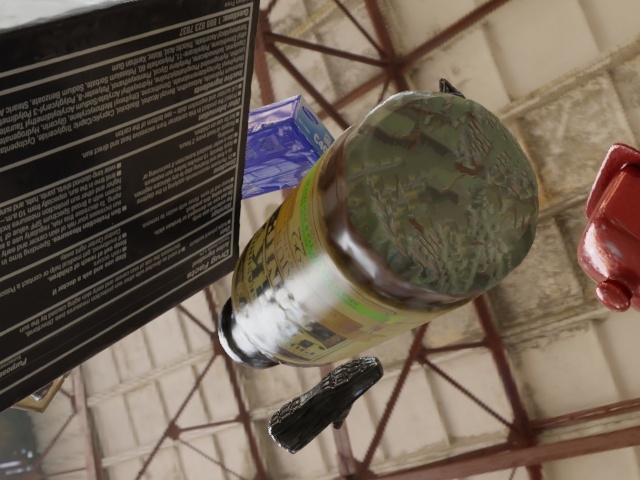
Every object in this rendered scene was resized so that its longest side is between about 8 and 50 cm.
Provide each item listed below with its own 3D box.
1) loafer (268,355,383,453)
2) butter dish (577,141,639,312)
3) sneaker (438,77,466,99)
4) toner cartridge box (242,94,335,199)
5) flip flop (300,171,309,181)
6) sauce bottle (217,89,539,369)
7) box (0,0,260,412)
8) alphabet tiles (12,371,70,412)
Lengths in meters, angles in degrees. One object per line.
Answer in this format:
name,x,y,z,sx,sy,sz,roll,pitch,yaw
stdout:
loafer,0.017,0.271,1.371,0.223,0.076,0.078,-37,-75,10
butter dish,0.299,0.016,0.771,0.160,0.160,0.118,37,-107,21
sneaker,0.104,-0.137,1.174,0.232,0.081,0.091,-31,-95,2
toner cartridge box,-0.148,-0.169,1.684,0.347,0.165,0.075,-12,-131,29
flip flop,-0.002,0.022,0.863,0.080,0.112,0.277,-34,-151,23
sauce bottle,0.005,0.025,0.540,0.344,0.111,0.112,135,-56,-63
box,-0.214,-0.071,0.660,0.182,0.296,0.294,27,-53,27
alphabet tiles,-0.462,0.122,1.034,0.342,0.285,0.011,8,-54,9
